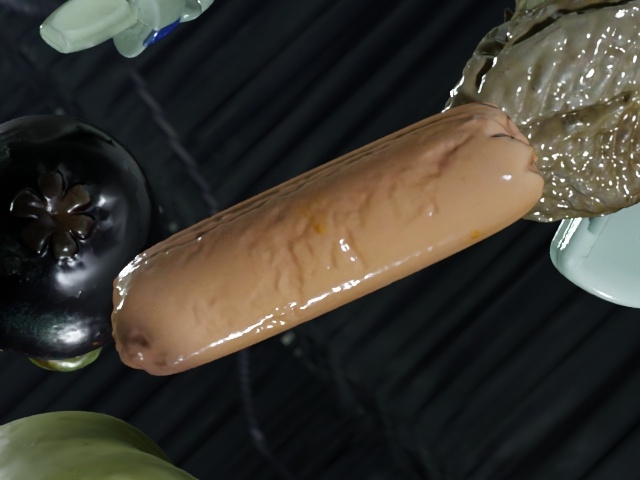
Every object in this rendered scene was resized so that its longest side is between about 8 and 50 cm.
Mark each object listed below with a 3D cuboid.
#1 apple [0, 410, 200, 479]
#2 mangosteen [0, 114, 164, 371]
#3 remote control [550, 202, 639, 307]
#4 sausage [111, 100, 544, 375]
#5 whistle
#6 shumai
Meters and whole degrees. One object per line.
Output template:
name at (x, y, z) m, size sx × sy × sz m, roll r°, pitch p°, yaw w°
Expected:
apple at (-0.097, 0.226, 0.875) m, size 0.292 × 0.254 × 0.292 m, roll 25°, pitch 166°, yaw 7°
mangosteen at (-0.246, 0.004, 1.662) m, size 0.243 × 0.243 × 0.243 m, roll 46°, pitch 174°, yaw 7°
remote control at (0.301, -0.082, 1.519) m, size 0.140 × 0.296 × 0.056 m, roll 17°, pitch -162°, yaw -27°
sausage at (-0.001, 0.000, 1.142) m, size 0.086 × 0.289 × 0.086 m, roll 59°, pitch -167°, yaw -22°
whistle at (-0.159, -0.223, 1.658) m, size 0.110 × 0.244 × 0.092 m, roll 35°, pitch 135°, yaw 14°
shumai at (0.165, -0.123, 1.254) m, size 0.166 × 0.206 × 0.175 m, roll 56°, pitch -171°, yaw -44°
